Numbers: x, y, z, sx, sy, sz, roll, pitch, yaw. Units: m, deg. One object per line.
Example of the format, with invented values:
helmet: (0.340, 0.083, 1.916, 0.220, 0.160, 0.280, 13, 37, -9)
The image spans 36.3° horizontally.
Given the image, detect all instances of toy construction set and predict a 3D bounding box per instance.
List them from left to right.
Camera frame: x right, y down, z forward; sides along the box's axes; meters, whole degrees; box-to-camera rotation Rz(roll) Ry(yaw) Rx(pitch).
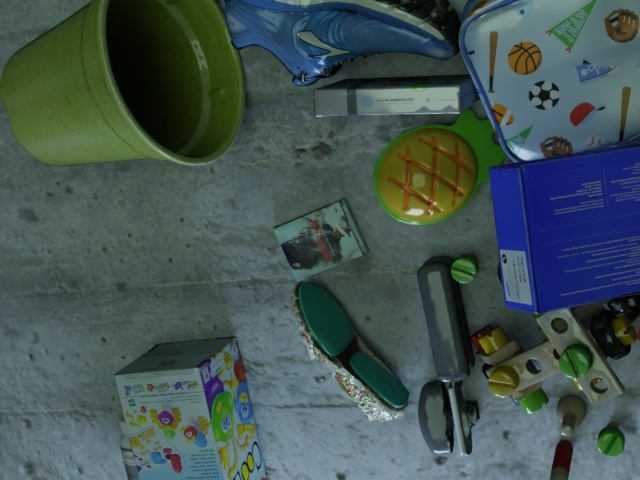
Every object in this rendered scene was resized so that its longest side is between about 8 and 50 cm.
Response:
toy construction set: (0.297, 0.176, 1.223, 0.258, 0.237, 0.308, -6, 102, 20)

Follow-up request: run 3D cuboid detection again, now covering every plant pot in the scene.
plant pot: (-0.285, -0.212, 1.333, 0.254, 0.276, 0.276, -12, 100, 33)

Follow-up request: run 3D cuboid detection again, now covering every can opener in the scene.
can opener: (0.162, 0.167, 1.355, 0.095, 0.076, 0.283, -9, 99, 20)

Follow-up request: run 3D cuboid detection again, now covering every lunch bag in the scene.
lunch bag: (0.327, -0.235, 1.153, 0.303, 0.115, 0.243, -19, 112, 21)

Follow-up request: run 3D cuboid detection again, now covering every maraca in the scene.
maraca: (0.158, -0.095, 1.282, 0.186, 0.099, 0.127, -28, 100, -3)

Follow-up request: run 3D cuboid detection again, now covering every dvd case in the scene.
dvd case: (0.000, 0.000, 1.401, 0.119, 0.013, 0.087, -21, 96, 22)

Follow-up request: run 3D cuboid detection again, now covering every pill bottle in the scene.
pill bottle: (-0.274, 0.338, 1.546, 0.078, 0.078, 0.137, -6, 101, 20)

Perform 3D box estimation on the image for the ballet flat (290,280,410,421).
ballet flat: (0.028, 0.168, 1.401, 0.241, 0.091, 0.077, 51, 135, 5)

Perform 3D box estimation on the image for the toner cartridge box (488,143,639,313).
toner cartridge box: (0.371, -0.029, 1.121, 0.348, 0.075, 0.165, -9, 97, -18)

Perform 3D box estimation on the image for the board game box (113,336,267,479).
board game box: (-0.187, 0.302, 1.472, 0.144, 0.142, 0.275, -7, 101, 20)

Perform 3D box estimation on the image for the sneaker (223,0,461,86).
sneaker: (0.025, -0.276, 1.280, 0.330, 0.130, 0.147, 15, 122, 18)

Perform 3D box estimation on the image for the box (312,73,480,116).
box: (0.100, -0.186, 1.249, 0.186, 0.145, 0.038, 2, 105, 19)
